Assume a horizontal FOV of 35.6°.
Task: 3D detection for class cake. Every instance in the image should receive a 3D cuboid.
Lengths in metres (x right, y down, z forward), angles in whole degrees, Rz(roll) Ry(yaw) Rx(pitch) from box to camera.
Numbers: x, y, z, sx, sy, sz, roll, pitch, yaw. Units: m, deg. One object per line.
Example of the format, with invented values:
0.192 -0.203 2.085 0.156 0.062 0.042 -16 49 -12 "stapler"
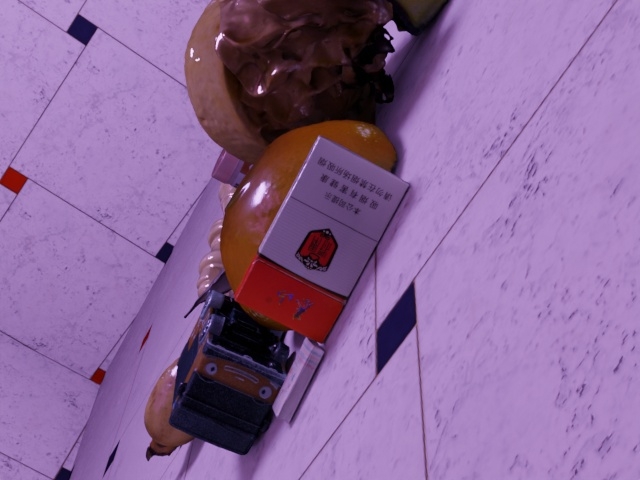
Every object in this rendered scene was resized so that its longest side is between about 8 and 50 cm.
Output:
-0.013 -0.283 1.597 0.321 0.332 0.332 -1 61 54 "cake"

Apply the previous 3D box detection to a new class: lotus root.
-0.257 0.304 1.798 0.221 0.118 0.125 -67 -20 -5 "lotus root"

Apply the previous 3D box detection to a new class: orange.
-0.027 -0.042 1.458 0.334 0.196 0.262 -52 24 -6 "orange"

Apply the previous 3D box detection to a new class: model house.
0.164 -0.435 1.619 0.194 0.170 0.211 -114 23 -66 "model house"

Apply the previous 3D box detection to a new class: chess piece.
-0.207 -0.003 2.238 0.117 0.117 0.397 -53 18 40 "chess piece"

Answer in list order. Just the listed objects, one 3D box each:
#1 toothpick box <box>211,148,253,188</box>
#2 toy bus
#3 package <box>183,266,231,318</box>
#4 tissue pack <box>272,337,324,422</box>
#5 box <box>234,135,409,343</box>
-0.159 -0.154 2.246 0.098 0.149 0.098 -58 14 24 "toothpick box"
-0.139 0.192 1.495 0.167 0.138 0.275 -63 11 8 "toy bus"
-0.119 0.025 1.708 0.251 0.062 0.204 -34 -11 -39 "package"
-0.030 0.184 1.320 0.108 0.023 0.056 -63 13 3 "tissue pack"
0.000 0.000 1.312 0.245 0.139 0.035 -61 9 7 "box"
